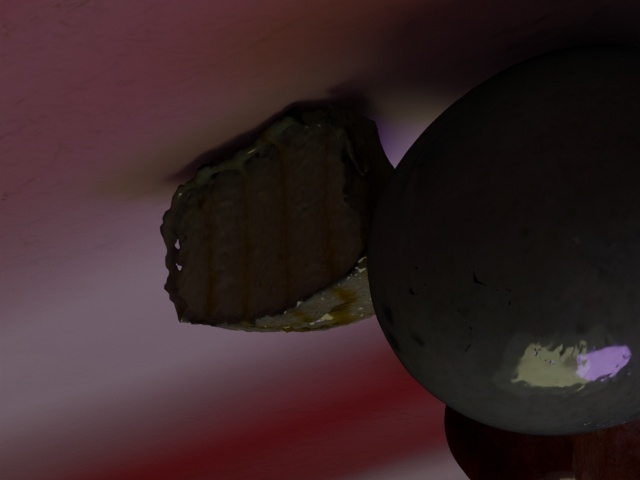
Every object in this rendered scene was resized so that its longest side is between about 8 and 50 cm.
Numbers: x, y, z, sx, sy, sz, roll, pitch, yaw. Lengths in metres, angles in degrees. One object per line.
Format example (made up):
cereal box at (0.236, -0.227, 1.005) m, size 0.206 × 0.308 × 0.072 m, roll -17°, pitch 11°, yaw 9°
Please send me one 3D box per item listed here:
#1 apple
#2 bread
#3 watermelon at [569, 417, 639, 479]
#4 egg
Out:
apple at (0.171, 0.145, 1.379) m, size 0.156 × 0.147 × 0.158 m, roll 14°, pitch 156°, yaw 17°
bread at (0.005, -0.001, 0.924) m, size 0.110 × 0.103 × 0.156 m, roll 13°, pitch 160°, yaw -39°
watermelon at (0.238, 0.137, 1.222) m, size 0.193 × 0.257 × 0.140 m, roll 16°, pitch 152°, yaw -37°
egg at (0.121, -0.003, 0.829) m, size 0.169 × 0.169 × 0.236 m, roll -24°, pitch -174°, yaw 42°
